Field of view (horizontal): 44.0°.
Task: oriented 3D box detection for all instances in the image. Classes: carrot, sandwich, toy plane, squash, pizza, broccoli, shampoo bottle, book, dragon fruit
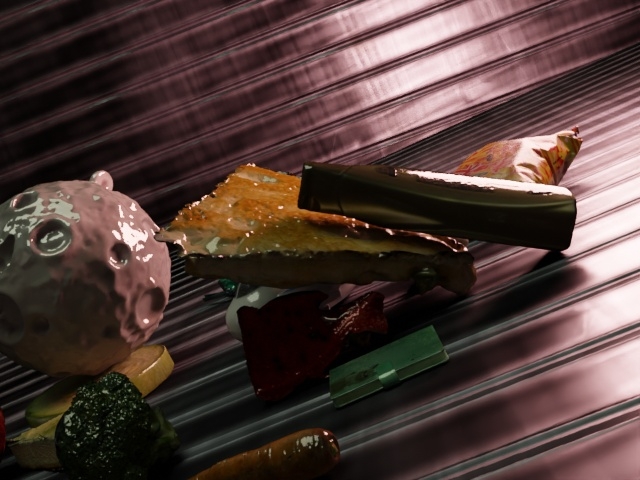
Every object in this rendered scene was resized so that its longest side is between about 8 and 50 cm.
[{"bbox_3d":[-0.068,0.218,0.743,0.191,0.047,0.047,-22,10,22],"label":"carrot"},{"bbox_3d":[-0.334,0.263,1.137,0.193,0.058,0.162,-18,9,43],"label":"sandwich"},{"bbox_3d":[-0.161,0.082,1.676,0.235,0.060,0.096,-19,18,47],"label":"toy plane"},{"bbox_3d":[-0.365,0.247,1.314,0.252,0.048,0.252,-23,9,4],"label":"squash"},{"bbox_3d":[0.021,-0.006,1.092,0.392,0.080,0.435,12,21,7],"label":"pizza"},{"bbox_3d":[-0.235,0.221,0.894,0.138,0.145,0.162,18,-7,-40],"label":"broccoli"},{"bbox_3d":[-0.036,0.071,1.242,0.267,0.122,0.267,-27,10,5],"label":"toy plane"},{"bbox_3d":[0.146,-0.050,1.030,0.350,0.084,0.125,7,15,-4],"label":"shampoo bottle"},{"bbox_3d":[0.073,0.140,0.888,0.135,0.017,0.103,-24,9,4],"label":"book"},{"bbox_3d":[-0.008,0.108,0.991,0.192,0.122,0.092,-26,-3,4],"label":"dragon fruit"}]

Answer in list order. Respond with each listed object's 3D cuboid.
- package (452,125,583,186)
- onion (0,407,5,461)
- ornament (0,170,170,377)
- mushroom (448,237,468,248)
[{"bbox_3d":[0.315,-0.100,1.348,0.223,0.108,0.288,-8,26,43],"label":"package"},{"bbox_3d":[-0.574,0.284,1.112,0.247,0.190,0.246,-3,47,3],"label":"onion"},{"bbox_3d":[-0.426,0.066,1.328,0.337,0.337,0.337,-24,9,4],"label":"ornament"},{"bbox_3d":[0.183,0.014,1.185,0.085,0.085,0.079,-23,52,13],"label":"mushroom"}]
